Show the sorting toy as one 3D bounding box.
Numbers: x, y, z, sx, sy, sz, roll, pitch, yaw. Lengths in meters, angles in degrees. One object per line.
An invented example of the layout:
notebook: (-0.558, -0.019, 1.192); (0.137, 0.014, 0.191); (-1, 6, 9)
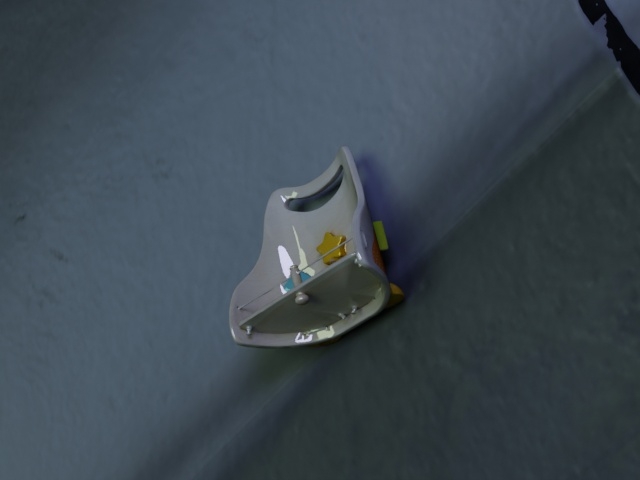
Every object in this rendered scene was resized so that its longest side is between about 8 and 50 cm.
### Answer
sorting toy: (0.000, 0.000, 0.800); (0.083, 0.045, 0.075); (-32, 53, 37)
